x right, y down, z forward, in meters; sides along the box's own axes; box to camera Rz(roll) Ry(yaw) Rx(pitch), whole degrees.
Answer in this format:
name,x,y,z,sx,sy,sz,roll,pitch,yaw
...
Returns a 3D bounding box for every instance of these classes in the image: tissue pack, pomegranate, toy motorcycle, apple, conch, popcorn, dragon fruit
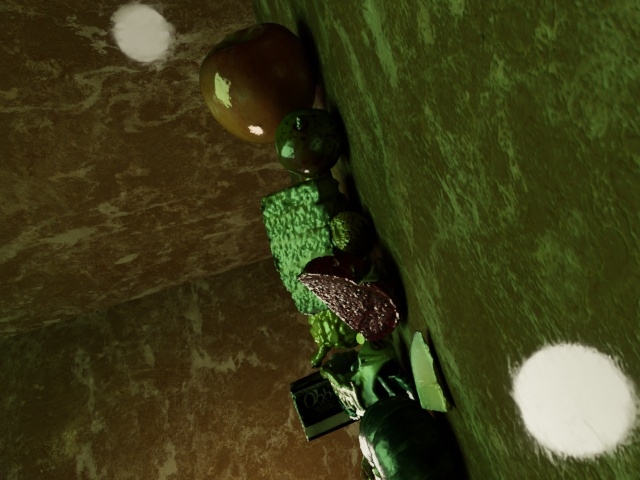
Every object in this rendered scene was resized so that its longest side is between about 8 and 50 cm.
name,x,y,z,sx,sy,sz,roll,pitch,yaw
tissue pack,0.092,0.537,1.849,0.210,0.369,0.198,111,137,-81
pomegranate,-0.042,-0.262,1.487,0.246,0.198,0.199,-46,57,56
toy motorcycle,0.145,0.424,1.578,0.410,0.168,0.237,-38,75,55
apple,-0.183,-0.471,1.608,0.364,0.363,0.364,163,90,-85
conch,0.262,0.821,2.029,0.291,0.158,0.210,-36,-49,-65
popcorn,0.078,0.273,1.836,0.293,0.292,0.237,89,157,-72
dragon fruit,0.123,0.113,1.371,0.317,0.205,0.152,46,-132,-28

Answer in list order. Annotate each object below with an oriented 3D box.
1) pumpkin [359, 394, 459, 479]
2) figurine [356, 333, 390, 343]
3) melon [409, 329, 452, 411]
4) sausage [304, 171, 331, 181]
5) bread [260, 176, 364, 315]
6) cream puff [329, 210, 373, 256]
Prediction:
name,x,y,z,sx,sy,sz,roll,pitch,yaw
pumpkin,0.226,0.542,1.320,0.300,0.207,0.300,53,157,34
figurine,0.165,0.250,1.673,0.130,0.108,0.178,-66,-32,-63
melon,0.241,0.293,1.179,0.098,0.054,0.182,116,137,-74
sausage,-0.032,-0.295,1.930,0.109,0.108,0.271,89,164,-72
bread,0.005,0.007,1.624,0.264,0.239,0.396,-17,-90,-61
cream puff,0.089,-0.021,1.437,0.133,0.119,0.104,62,154,-6
